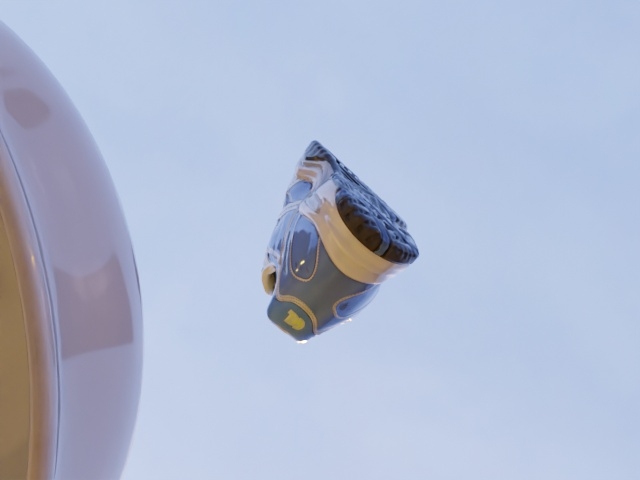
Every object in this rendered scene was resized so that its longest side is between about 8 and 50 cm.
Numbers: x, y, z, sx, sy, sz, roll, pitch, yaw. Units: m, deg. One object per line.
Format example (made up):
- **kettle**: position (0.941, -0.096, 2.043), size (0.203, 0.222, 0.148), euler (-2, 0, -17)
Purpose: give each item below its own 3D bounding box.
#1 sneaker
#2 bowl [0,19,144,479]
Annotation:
- **sneaker**: position (0.000, 0.000, 1.115), size (0.080, 0.211, 0.081), euler (41, -83, -4)
- **bowl**: position (-0.163, 0.026, 0.702), size (0.298, 0.134, 0.298), euler (6, -80, 35)
